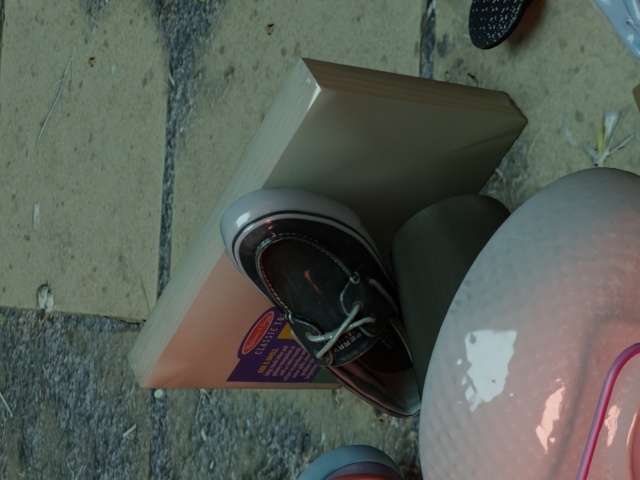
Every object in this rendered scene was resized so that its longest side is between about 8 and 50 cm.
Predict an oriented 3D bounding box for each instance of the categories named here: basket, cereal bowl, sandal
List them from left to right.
[{"bbox_3d":[0.160,0.081,1.606,0.204,0.154,0.227,-33,53,14],"label":"basket"},{"bbox_3d":[0.202,-0.272,1.682,0.067,0.040,0.179,18,86,45],"label":"sandal"},{"bbox_3d":[0.241,0.119,1.363,0.141,0.339,0.339,23,104,42],"label":"cereal bowl"}]

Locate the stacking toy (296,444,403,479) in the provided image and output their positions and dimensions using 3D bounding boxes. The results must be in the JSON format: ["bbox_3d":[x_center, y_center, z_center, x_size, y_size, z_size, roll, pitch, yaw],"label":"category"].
[{"bbox_3d":[-0.046,0.348,1.749,0.130,0.279,0.309,46,123,56],"label":"stacking toy"}]

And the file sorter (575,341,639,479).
[{"bbox_3d":[0.336,0.208,1.180,0.290,0.182,0.202,29,110,49],"label":"file sorter"}]

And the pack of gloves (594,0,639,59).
[{"bbox_3d":[0.286,-0.279,1.495,0.232,0.046,0.195,54,137,7],"label":"pack of gloves"}]

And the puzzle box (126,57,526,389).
[{"bbox_3d":[0.000,0.000,1.715,0.409,0.272,0.052,-57,47,30],"label":"puzzle box"}]

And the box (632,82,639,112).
[{"bbox_3d":[0.366,-0.088,1.466,0.164,0.021,0.201,-38,58,43],"label":"box"}]

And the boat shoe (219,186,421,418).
[{"bbox_3d":[0.027,0.067,1.645,0.121,0.335,0.119,-33,46,17],"label":"boat shoe"}]
